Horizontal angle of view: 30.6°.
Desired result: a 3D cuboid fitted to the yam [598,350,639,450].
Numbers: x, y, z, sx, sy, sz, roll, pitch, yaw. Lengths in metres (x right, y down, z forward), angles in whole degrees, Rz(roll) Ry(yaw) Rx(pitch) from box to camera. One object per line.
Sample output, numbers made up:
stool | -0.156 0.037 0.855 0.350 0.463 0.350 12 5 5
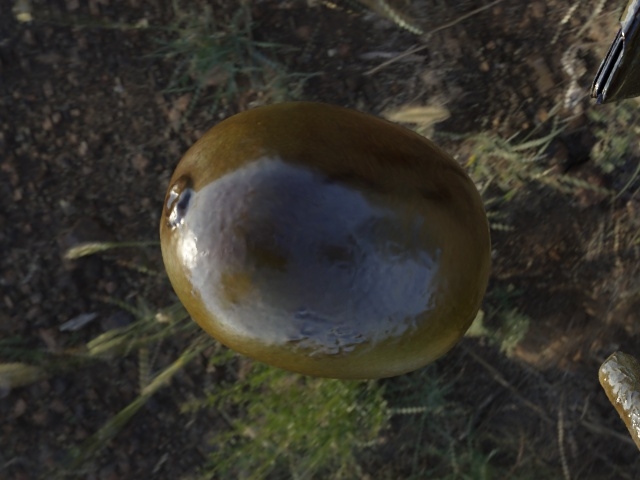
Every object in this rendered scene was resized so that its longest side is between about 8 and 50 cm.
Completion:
yam | 0.425 0.257 1.418 0.066 0.066 0.300 -53 42 27

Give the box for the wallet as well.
wallet | 0.325 -0.237 1.100 0.031 0.122 0.232 37 122 27

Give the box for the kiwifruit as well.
kiwifruit | 0.000 0.000 0.822 0.196 0.234 0.196 -26 59 54
